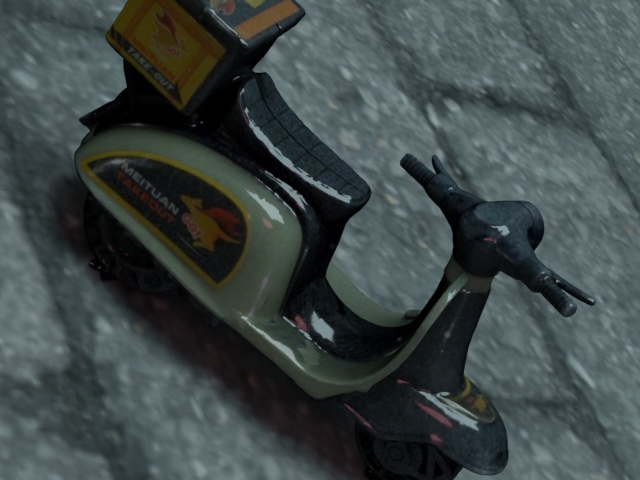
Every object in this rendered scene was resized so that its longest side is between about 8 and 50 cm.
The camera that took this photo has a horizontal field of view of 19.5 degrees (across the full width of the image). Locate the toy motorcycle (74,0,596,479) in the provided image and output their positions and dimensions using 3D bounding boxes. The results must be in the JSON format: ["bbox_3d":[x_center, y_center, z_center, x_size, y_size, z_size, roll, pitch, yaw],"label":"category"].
[{"bbox_3d":[0.000,0.000,0.849,0.263,0.157,0.091,42,34,5],"label":"toy motorcycle"}]
